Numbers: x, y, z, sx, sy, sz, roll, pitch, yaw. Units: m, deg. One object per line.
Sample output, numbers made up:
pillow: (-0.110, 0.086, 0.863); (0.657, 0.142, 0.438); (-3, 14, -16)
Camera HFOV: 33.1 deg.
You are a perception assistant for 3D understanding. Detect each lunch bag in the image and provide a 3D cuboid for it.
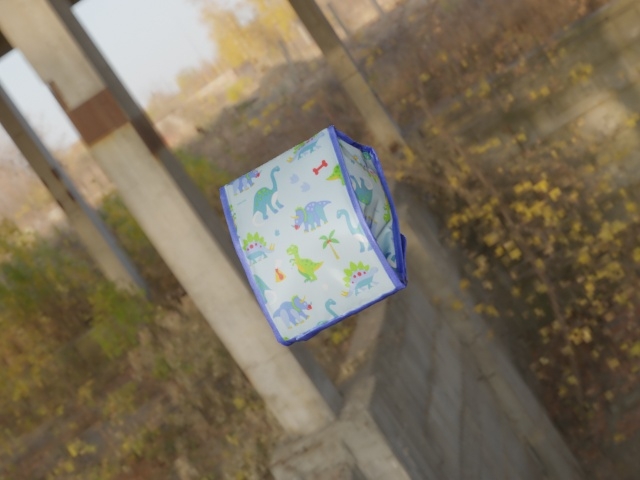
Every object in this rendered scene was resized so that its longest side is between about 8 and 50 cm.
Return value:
lunch bag: (0.000, 0.000, 0.928); (0.129, 0.151, 0.096); (-29, -28, 25)
